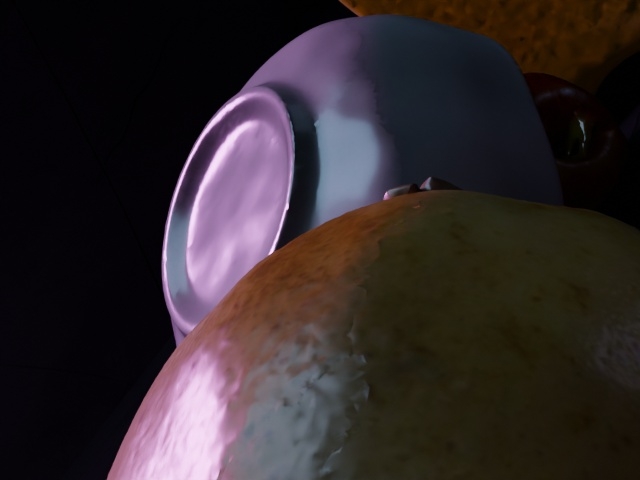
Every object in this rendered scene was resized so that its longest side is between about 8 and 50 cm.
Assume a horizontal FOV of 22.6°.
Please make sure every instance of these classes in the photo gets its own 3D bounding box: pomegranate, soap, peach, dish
[{"bbox_3d":[0.031,0.069,0.386,0.196,0.196,0.196,-49,6,7],"label":"pomegranate"},{"bbox_3d":[0.105,-0.225,1.087,0.156,0.293,0.335,-51,6,21],"label":"soap"},{"bbox_3d":[0.092,-0.024,0.898,0.172,0.092,0.127,-42,13,39],"label":"peach"},{"bbox_3d":[0.000,0.000,0.813,0.256,0.117,0.256,-35,46,46],"label":"dish"}]

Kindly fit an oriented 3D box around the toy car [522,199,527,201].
[{"bbox_3d":[0.073,0.053,0.675,0.143,0.073,0.054,-53,-11,-23],"label":"toy car"}]
